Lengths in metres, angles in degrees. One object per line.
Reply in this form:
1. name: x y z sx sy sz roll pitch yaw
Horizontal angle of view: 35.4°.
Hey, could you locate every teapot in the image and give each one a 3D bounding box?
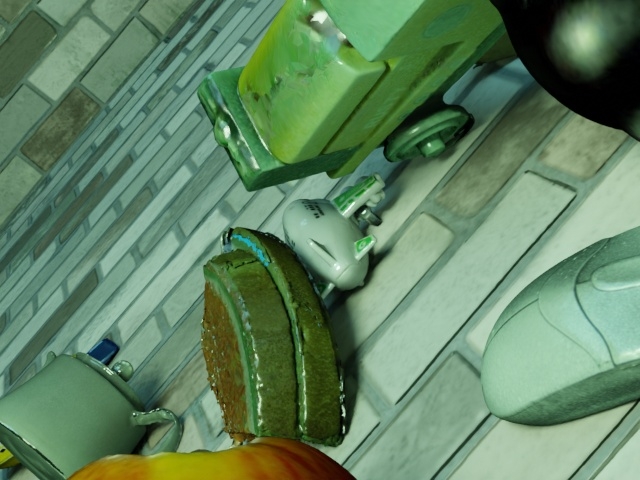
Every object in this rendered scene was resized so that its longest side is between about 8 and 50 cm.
1. teapot: -0.248 0.191 1.079 0.239 0.162 0.149 17 54 39

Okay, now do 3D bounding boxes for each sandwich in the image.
1. sandwich: -0.062 0.085 0.882 0.159 0.079 0.235 -42 49 45

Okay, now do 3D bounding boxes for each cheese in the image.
1. cheese: -0.372 0.220 1.336 0.250 0.064 0.156 -44 22 -18

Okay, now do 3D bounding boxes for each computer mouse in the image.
1. computer mouse: 0.179 0.044 0.612 0.229 0.068 0.113 -32 30 35

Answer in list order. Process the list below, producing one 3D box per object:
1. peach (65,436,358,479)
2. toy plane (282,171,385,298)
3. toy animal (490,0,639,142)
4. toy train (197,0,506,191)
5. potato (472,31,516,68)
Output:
1. peach: -0.058 0.243 0.533 0.238 0.281 0.281 -6 23 -9
2. toy plane: 0.002 0.002 0.981 0.174 0.080 0.174 -41 22 21
3. toy animal: 0.258 -0.158 0.560 0.251 0.251 0.310 -53 16 -7
4. toy train: 0.062 -0.176 0.850 0.253 0.160 0.397 -20 -14 -35
5. potato: 0.218 -0.278 1.000 0.243 0.098 0.138 -36 22 43
